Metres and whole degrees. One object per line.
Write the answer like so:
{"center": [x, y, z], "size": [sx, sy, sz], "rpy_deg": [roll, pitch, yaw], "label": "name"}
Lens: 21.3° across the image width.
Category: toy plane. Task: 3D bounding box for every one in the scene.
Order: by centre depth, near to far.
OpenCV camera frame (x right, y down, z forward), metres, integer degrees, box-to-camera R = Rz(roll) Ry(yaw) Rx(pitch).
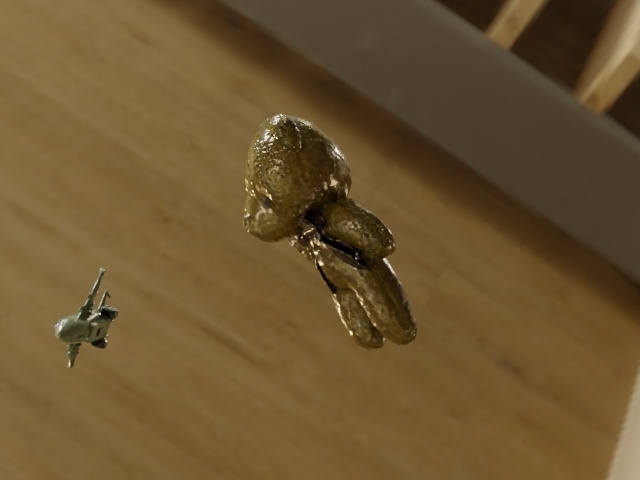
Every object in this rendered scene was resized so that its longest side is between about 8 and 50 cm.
{"center": [-0.170, 0.062, 1.235], "size": [0.033, 0.080, 0.083], "rpy_deg": [23, -167, 6], "label": "toy plane"}

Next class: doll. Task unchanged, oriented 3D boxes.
{"center": [0.000, 0.000, 1.344], "size": [0.097, 0.137, 0.209], "rpy_deg": [-30, -87, -16], "label": "doll"}
